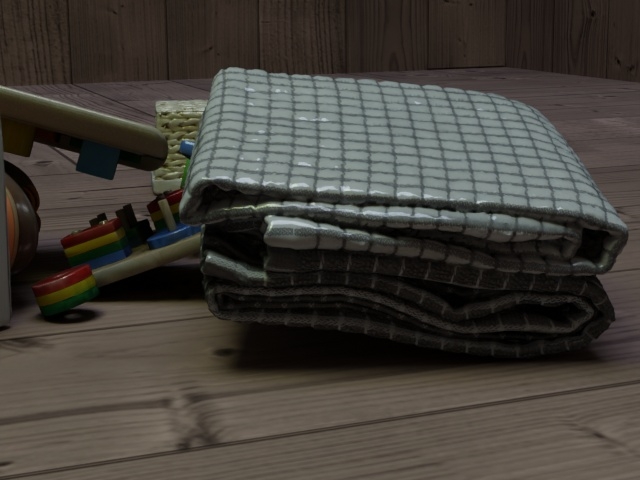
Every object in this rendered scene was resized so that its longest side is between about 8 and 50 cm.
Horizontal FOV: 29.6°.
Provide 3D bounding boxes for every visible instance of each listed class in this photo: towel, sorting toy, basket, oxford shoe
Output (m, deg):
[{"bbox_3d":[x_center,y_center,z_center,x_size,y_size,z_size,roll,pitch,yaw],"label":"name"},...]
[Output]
[{"bbox_3d":[0.047,-0.020,0.857,0.283,0.121,0.235,4,26,-4],"label":"towel"},{"bbox_3d":[-0.141,-0.010,1.006,0.132,0.046,0.274,-19,9,9],"label":"sorting toy"},{"bbox_3d":[-0.122,-0.116,1.469,0.167,0.103,0.113,-1,13,-8],"label":"basket"},{"bbox_3d":[-0.224,-0.085,1.037,0.347,0.047,0.196,15,-3,-8],"label":"sorting toy"},{"bbox_3d":[-0.298,-0.036,1.061,0.132,0.130,0.363,1,11,-32],"label":"oxford shoe"}]

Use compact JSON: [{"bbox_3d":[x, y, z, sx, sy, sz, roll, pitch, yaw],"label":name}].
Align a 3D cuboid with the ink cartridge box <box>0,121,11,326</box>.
[{"bbox_3d":[-0.384,-0.030,0.845,0.270,0.197,0.198,6,13,30],"label":"ink cartridge box"}]
